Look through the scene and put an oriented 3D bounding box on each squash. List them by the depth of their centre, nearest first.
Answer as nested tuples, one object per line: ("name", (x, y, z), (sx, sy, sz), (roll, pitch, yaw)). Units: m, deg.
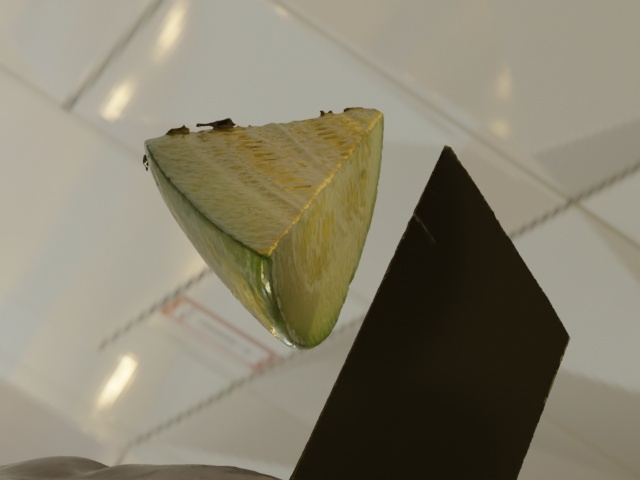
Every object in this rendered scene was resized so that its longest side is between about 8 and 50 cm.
("squash", (0.000, 0.000, 1.261), (0.289, 0.203, 0.111), (-142, -132, -62))

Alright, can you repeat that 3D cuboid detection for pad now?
("pad", (0.063, 0.089, 0.973), (0.004, 0.163, 0.243), (-5, -136, 37))

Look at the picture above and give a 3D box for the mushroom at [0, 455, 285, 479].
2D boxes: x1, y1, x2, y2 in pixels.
("mushroom", (-0.091, 0.197, 0.710), (0.227, 0.148, 0.217), (-1, -85, 40))
